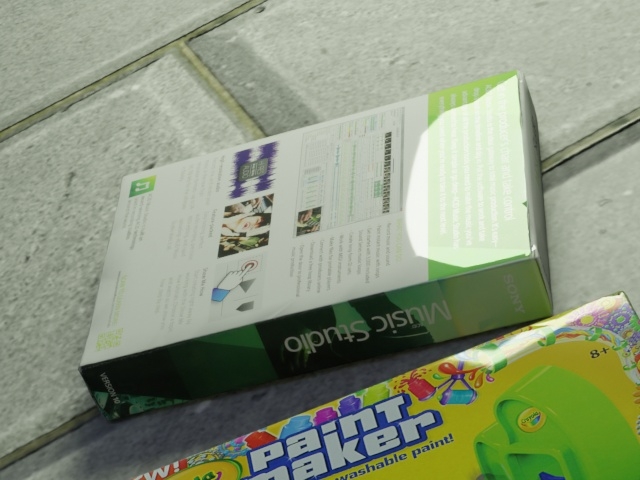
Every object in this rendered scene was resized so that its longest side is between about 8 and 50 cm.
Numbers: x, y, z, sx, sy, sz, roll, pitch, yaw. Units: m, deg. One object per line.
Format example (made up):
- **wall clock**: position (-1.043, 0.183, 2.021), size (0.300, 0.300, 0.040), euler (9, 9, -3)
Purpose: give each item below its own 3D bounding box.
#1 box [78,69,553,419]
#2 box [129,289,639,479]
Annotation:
- **box**: position (0.000, 0.000, 1.340), size (0.322, 0.058, 0.232), euler (-15, 35, 15)
- **box**: position (0.069, 0.213, 0.896), size (0.290, 0.177, 0.279), euler (-22, 33, 2)
